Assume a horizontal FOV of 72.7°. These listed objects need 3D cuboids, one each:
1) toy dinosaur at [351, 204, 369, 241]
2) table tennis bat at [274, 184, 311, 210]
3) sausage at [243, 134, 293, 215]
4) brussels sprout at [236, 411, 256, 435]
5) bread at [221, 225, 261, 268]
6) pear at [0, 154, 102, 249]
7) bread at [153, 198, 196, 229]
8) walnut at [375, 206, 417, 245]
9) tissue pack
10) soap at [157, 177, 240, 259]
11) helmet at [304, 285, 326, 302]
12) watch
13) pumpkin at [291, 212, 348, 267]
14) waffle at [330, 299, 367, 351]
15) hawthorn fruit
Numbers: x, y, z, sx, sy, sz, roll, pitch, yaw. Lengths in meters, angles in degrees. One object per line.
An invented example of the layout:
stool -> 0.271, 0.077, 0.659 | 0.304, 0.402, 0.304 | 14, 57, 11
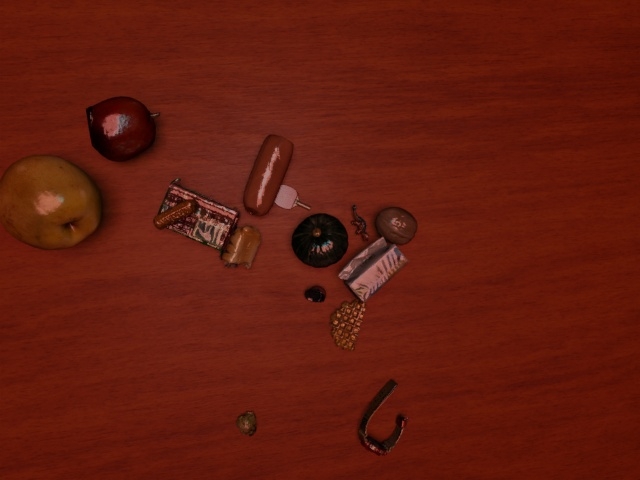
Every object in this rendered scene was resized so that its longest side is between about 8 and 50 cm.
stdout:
toy dinosaur -> 0.151, -0.064, 1.680 | 0.055, 0.049, 0.154 | -21, 100, -4
table tennis bat -> -0.109, -0.155, 1.661 | 0.157, 0.013, 0.086 | 24, 86, -6
sausage -> -0.195, -0.235, 1.592 | 0.121, 0.121, 0.304 | 20, 88, -8
brussels sprout -> -0.275, 0.699, 1.641 | 0.085, 0.058, 0.085 | -2, 109, -7
bread -> -0.288, 0.029, 1.596 | 0.119, 0.084, 0.177 | 27, 86, -44
pear -> -0.879, -0.122, 1.413 | 0.315, 0.314, 0.313 | 0, 92, -8
bread -> -0.500, -0.089, 1.493 | 0.157, 0.044, 0.052 | -29, 105, -3
walnut -> 0.288, -0.056, 1.658 | 0.162, 0.140, 0.140 | 36, 87, 6
tissue pack -> 0.189, 0.103, 1.637 | 0.229, 0.159, 0.145 | -40, 92, -5
soap -> -0.441, -0.077, 1.573 | 0.274, 0.098, 0.217 | 24, 88, -8
helmet -> -0.015, 0.199, 1.665 | 0.084, 0.049, 0.065 | 8, 125, 17
watch -> 0.259, 0.703, 1.705 | 0.165, 0.102, 0.268 | 43, 77, -14
pumpkin -> -0.001, 0.001, 1.610 | 0.212, 0.152, 0.211 | -2, 59, 4
waffle -> 0.118, 0.332, 1.689 | 0.161, 0.046, 0.191 | -14, 94, -7
hawthorn fruit -> -0.666, -0.388, 1.484 | 0.250, 0.215, 0.215 | -35, 96, -19
